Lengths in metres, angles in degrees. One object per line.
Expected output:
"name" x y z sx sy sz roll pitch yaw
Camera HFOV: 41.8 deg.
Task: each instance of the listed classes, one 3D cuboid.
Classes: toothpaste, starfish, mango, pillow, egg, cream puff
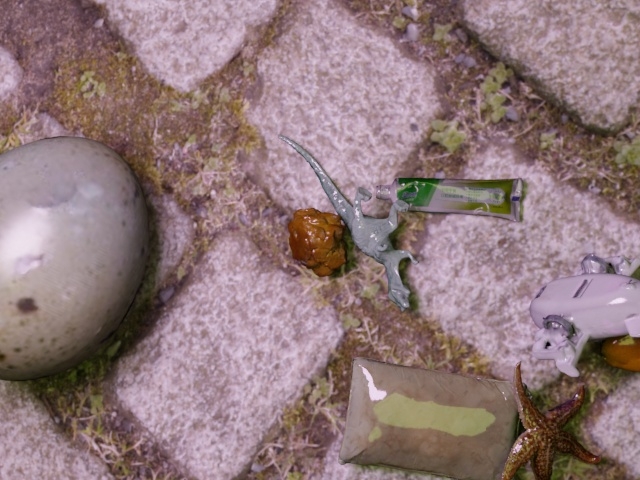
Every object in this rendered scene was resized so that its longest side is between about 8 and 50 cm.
"toothpaste" 0.218 -0.076 1.434 0.248 0.047 0.078 3 90 8
"starfish" 0.354 0.309 1.342 0.213 0.057 0.238 -31 105 -18
"mango" 0.529 0.150 1.342 0.159 0.084 0.105 -36 96 23
"pillow" 0.189 0.305 1.387 0.302 0.075 0.185 8 87 7
"egg" -0.465 0.025 1.394 0.345 0.345 0.428 27 87 11
"cream puff" 0.000 0.000 1.437 0.094 0.116 0.122 -7 75 -26

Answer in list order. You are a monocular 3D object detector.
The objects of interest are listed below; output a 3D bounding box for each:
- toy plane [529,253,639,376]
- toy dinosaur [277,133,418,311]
"toy plane" 0.434 0.109 1.300 0.252 0.252 0.118 -34 110 6
"toy dinosaur" 0.074 -0.063 1.433 0.129 0.076 0.383 -41 72 38
